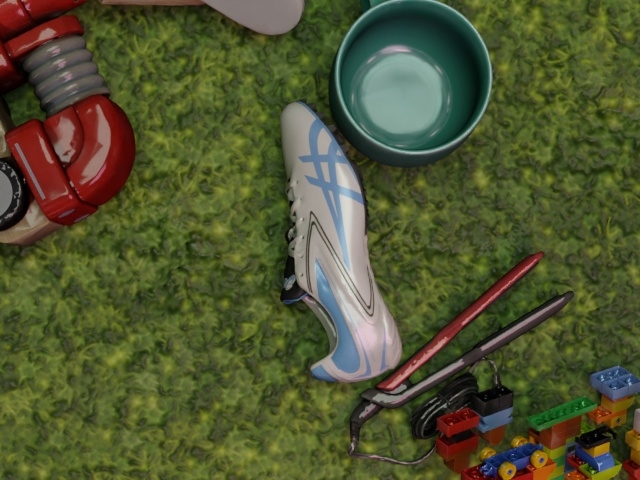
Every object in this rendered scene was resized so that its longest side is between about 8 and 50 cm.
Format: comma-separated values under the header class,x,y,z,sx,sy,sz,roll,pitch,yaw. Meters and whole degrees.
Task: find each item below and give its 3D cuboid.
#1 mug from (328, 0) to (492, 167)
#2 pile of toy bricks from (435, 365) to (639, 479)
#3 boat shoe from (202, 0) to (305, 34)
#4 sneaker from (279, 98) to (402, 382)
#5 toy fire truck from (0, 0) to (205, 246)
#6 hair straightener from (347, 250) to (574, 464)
class,x,y,z,sx,sy,sz,roll,pitch,yaw
mug,0.074,-0.138,1.558,0.129,0.097,0.157,15,80,-2
pile of toy bricks,0.190,0.182,1.527,0.212,0.118,0.105,-15,120,-29
boat shoe,-0.106,-0.250,1.551,0.219,0.078,0.070,33,38,-22
sneaker,0.000,0.000,1.539,0.086,0.085,0.237,-13,82,-11
toy fire truck,-0.198,-0.137,1.526,0.246,0.158,0.217,-28,85,3
hair straightener,0.119,0.111,1.551,0.230,0.047,0.089,-39,86,-8
